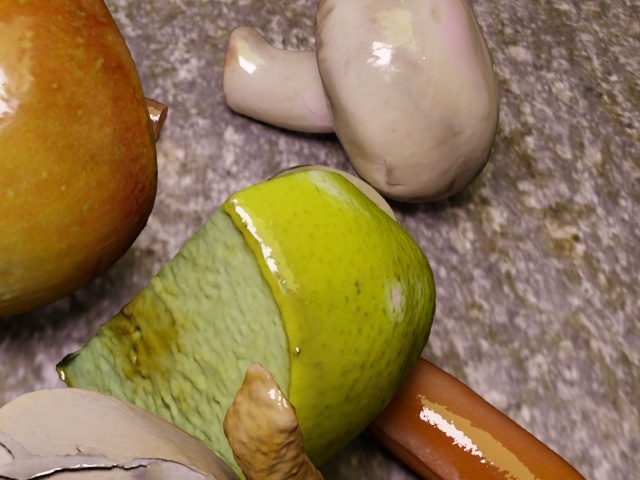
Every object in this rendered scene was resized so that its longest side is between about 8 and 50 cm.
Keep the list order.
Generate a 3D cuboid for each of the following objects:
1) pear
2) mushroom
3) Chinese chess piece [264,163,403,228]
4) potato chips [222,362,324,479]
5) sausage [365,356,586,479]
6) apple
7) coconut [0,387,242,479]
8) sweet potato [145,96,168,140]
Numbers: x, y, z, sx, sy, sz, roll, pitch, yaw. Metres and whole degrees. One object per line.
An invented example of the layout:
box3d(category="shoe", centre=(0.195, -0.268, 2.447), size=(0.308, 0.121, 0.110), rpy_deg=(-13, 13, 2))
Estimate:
box3d(category="pear", centre=(-0.026, 0.083, 1.001), size=(0.318, 0.342, 0.239), rpy_deg=(-24, 78, -47))
box3d(category="mushroom", centre=(0.082, -0.223, 1.316), size=(0.315, 0.315, 0.356), rpy_deg=(-31, 66, -37))
box3d(category="Chinese chess piece", centre=(0.000, 0.000, 1.231), size=(0.188, 0.083, 0.188), rpy_deg=(11, 48, -13))
box3d(category="potato chips", centre=(0.007, 0.218, 0.864), size=(0.080, 0.407, 0.057), rpy_deg=(-44, 56, -8))
box3d(category="sausage", centre=(0.156, 0.215, 1.067), size=(0.274, 0.105, 0.105), rpy_deg=(36, 48, 15))
box3d(category="apple", centre=(-0.346, -0.107, 1.024), size=(0.374, 0.374, 0.384), rpy_deg=(-12, 59, -28))
box3d(category="coconut", centre=(-0.167, 0.265, 0.753), size=(0.322, 0.323, 0.323), rpy_deg=(10, 46, -10))
box3d(category="sweet potato", centre=(-0.328, -0.181, 1.299), size=(0.281, 0.059, 0.067), rpy_deg=(20, 66, 2))
